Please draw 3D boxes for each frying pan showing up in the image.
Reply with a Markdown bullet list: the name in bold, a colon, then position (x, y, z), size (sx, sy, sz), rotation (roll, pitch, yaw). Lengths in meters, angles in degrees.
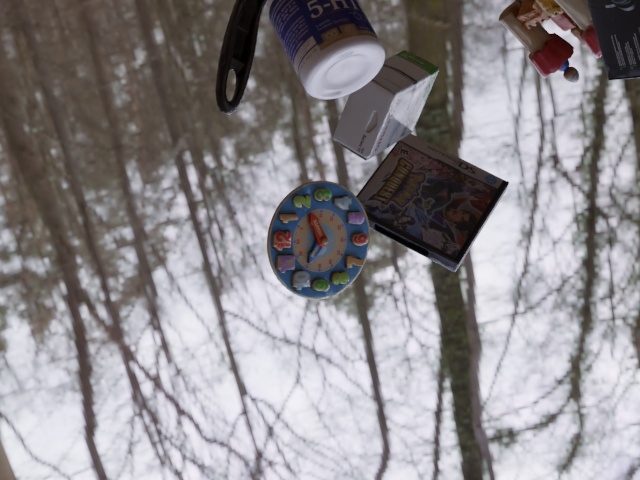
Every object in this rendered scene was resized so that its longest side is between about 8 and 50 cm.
- **frying pan**: position (-0.069, -0.286, 1.040), size (0.053, 0.197, 0.326), rotation (-29, -157, 47)

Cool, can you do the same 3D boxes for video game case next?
- **video game case**: position (0.223, -0.086, 2.333), size (0.248, 0.035, 0.275), rotation (28, -130, 11)

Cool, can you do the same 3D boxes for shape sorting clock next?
- **shape sorting clock**: position (0.000, 0.000, 1.965), size (0.206, 0.206, 0.040), rotation (-24, -163, -23)

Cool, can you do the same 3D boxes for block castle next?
- **block castle**: position (0.590, -0.526, 2.233), size (0.453, 0.213, 0.303), rotation (-49, -169, -13)

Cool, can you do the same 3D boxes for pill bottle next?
- **pill bottle**: position (-0.004, -0.283, 1.450), size (0.112, 0.112, 0.187), rotation (-20, -114, -14)

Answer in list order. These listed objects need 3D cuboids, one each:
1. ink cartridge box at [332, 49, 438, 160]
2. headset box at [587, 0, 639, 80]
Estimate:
- **ink cartridge box**: position (0.124, -0.258, 2.154), size (0.086, 0.153, 0.208), rotation (32, -149, 15)
- **headset box**: position (0.493, -0.361, 1.569), size (0.131, 0.246, 0.283), rotation (-27, -165, -27)
